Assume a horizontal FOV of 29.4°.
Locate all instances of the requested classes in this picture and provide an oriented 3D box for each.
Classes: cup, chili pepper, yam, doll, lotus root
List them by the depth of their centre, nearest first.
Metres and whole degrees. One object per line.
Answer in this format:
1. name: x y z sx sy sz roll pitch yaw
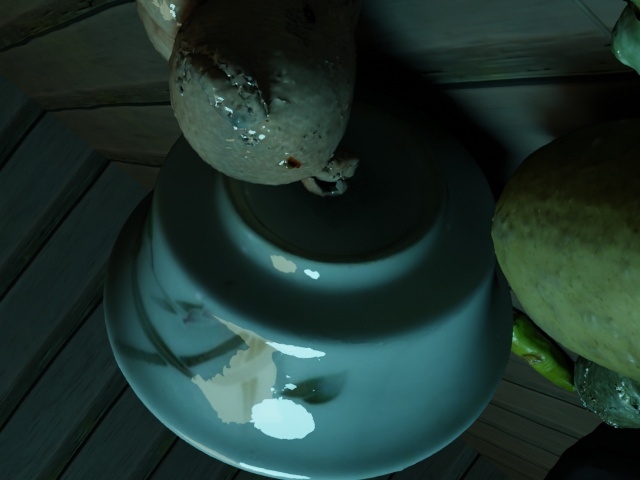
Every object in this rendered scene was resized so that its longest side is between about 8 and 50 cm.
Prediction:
1. lotus root: 0.200 0.012 0.709 0.169 0.151 0.343 41 166 -27
2. doll: -0.060 -0.182 0.849 0.303 0.156 0.201 63 -170 21
3. cup: 0.000 0.000 0.969 0.347 0.347 0.163 33 146 17
4. yam: 0.290 0.117 1.077 0.107 0.107 0.183 36 168 2
5. chili pepper: 0.269 0.144 1.452 0.049 0.043 0.208 7 153 45

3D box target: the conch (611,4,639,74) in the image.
1. conch: 0.200 -0.072 0.410 0.188 0.122 0.176 35 -164 28

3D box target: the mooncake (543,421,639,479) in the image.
1. mooncake: 0.351 0.380 1.305 0.350 0.381 0.212 28 166 -39

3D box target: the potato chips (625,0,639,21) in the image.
1. potato chips: 0.106 -0.138 0.344 0.202 0.029 0.220 152 102 -75
